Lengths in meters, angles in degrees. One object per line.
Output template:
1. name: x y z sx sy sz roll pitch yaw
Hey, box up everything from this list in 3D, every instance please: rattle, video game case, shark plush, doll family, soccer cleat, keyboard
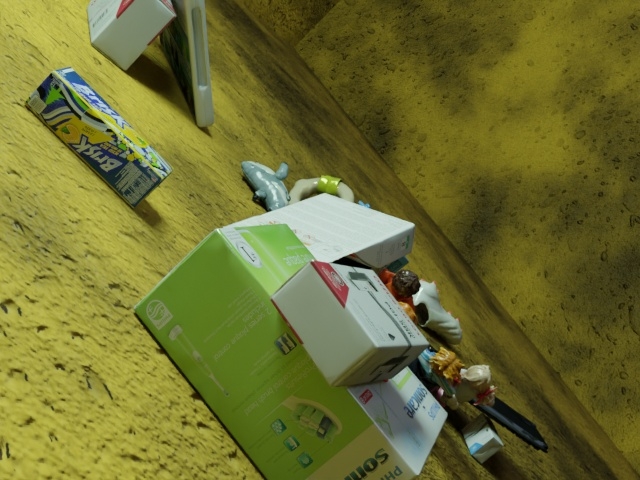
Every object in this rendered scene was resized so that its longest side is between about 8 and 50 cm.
1. rattle: -0.001 -0.018 1.458 0.130 0.143 0.200 6 41 -15
2. video game case: -0.252 -0.412 1.404 0.329 0.036 0.300 -119 -157 -45
3. shark plush: -0.093 -0.068 1.345 0.067 0.073 0.161 13 53 -35
4. doll family: 0.132 0.160 1.123 0.263 0.118 0.163 51 -29 2
5. soccer cleat: 0.236 0.163 1.658 0.068 0.076 0.196 5 -40 43
6. keyboard: 0.236 0.242 1.350 0.317 0.033 0.201 36 7 0

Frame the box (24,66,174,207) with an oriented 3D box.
1. box: -0.252 -0.119 0.911 0.169 0.054 0.059 46 13 -10

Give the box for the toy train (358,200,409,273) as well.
1. toy train: 0.110 -0.005 1.703 0.184 0.080 0.105 54 5 35

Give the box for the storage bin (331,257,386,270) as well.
1. storage bin: 0.038 0.035 1.312 0.091 0.098 0.135 41 -17 53

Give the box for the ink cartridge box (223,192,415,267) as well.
1. ink cartridge box: 0.000 0.000 1.143 0.181 0.056 0.224 22 31 35

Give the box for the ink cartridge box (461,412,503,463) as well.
1. ink cartridge box: 0.261 0.317 1.292 0.028 0.048 0.083 43 13 -19

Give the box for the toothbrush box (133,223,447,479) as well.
1. toothbrush box: -0.018 0.126 0.798 0.283 0.122 0.206 51 14 9

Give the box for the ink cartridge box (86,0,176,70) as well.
1. ink cartridge box: -0.314 -0.378 1.305 0.072 0.127 0.175 38 16 -35

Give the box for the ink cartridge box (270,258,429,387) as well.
1. ink cartridge box: 0.030 0.074 0.715 0.099 0.056 0.135 53 17 21
